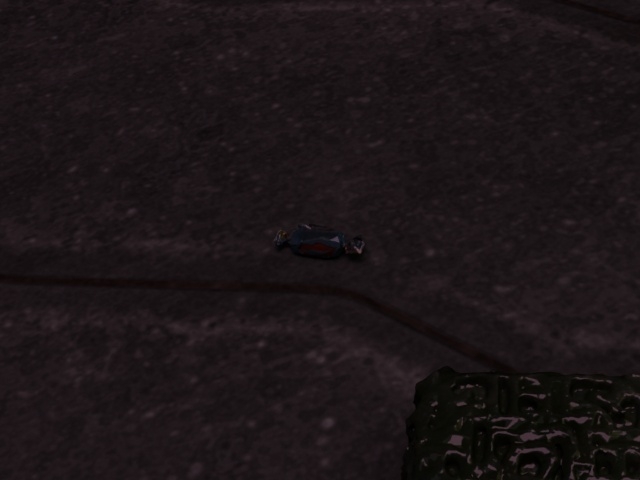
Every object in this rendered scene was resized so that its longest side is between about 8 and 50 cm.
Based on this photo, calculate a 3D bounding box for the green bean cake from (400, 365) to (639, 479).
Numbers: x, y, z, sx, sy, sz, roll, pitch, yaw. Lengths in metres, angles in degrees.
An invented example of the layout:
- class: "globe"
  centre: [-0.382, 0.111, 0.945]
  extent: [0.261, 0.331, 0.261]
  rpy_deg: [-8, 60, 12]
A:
- class: "green bean cake"
  centre: [0.141, 0.167, 0.745]
  extent: [0.182, 0.094, 0.173]
  rpy_deg: [2, 45, 15]

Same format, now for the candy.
- class: "candy"
  centre: [0.000, -0.001, 1.008]
  extent: [0.083, 0.020, 0.030]
  rpy_deg: [7, 45, 21]
